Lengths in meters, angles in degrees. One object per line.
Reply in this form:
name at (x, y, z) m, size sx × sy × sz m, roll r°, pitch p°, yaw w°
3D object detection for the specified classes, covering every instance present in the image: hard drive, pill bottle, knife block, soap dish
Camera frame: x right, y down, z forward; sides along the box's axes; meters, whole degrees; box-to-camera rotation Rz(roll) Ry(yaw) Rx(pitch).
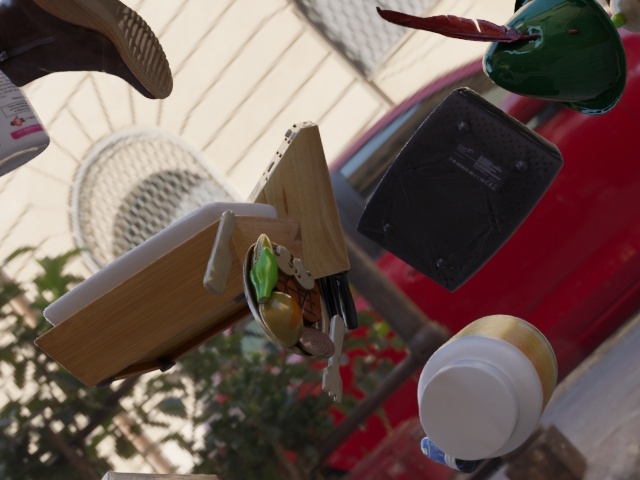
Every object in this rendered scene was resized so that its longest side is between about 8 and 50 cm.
hard drive at (0.169, -0.063, 1.316) m, size 0.254 × 0.172 × 0.054 m, roll -56°, pitch 2°, yaw 41°
pill bottle at (-0.600, -0.253, 1.820) m, size 0.160 × 0.283 × 0.160 m, roll -30°, pitch 1°, yaw 0°
knife block at (0.000, 0.000, 1.520) m, size 0.275 × 0.242 × 0.088 m, roll -58°, pitch 13°, yaw 5°
pill bottle at (0.188, 0.167, 1.203) m, size 0.136 × 0.136 × 0.246 m, roll -46°, pitch -10°, yaw 16°
soap dish at (-0.170, 0.068, 1.309) m, size 0.291 × 0.118 × 0.229 m, roll -32°, pitch -10°, yaw 16°

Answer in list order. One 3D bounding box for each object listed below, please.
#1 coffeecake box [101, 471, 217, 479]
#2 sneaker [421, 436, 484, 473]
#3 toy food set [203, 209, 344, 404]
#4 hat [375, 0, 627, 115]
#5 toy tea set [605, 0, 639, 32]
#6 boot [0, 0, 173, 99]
coffeecake box at (-0.178, 0.364, 1.215) m, size 0.142 × 0.185 × 0.068 m, roll 10°, pitch -44°, yaw -31°
sneaker at (0.227, 0.272, 1.590) m, size 0.081 × 0.080 × 0.211 m, roll 4°, pitch 17°, yaw 36°
toy food set at (-0.026, 0.055, 1.020) m, size 0.039 × 0.192 × 0.132 m, roll -30°, pitch 31°, yaw 26°
hat at (0.207, -0.191, 1.203) m, size 0.184 × 0.208 × 0.173 m, roll -29°, pitch -48°, yaw -20°
toy tea set at (0.411, -0.372, 1.321) m, size 0.124 × 0.200 × 0.336 m, roll -39°, pitch -35°, yaw -15°
boot at (-0.350, -0.266, 1.504) m, size 0.207 × 0.248 × 0.090 m, roll -24°, pitch 31°, yaw 29°
